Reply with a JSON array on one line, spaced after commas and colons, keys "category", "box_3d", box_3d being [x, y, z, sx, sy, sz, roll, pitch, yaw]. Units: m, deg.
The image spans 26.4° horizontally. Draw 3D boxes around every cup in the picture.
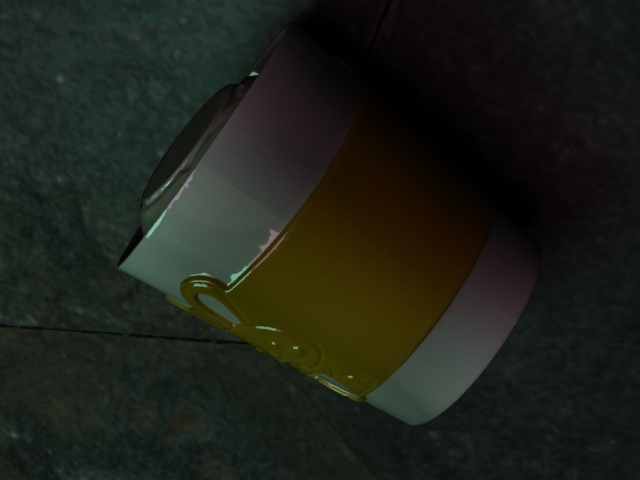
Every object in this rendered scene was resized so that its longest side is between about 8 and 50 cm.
[{"category": "cup", "box_3d": [0.000, 0.000, 0.879, 0.226, 0.185, 0.241, 35, 164, -8]}]
